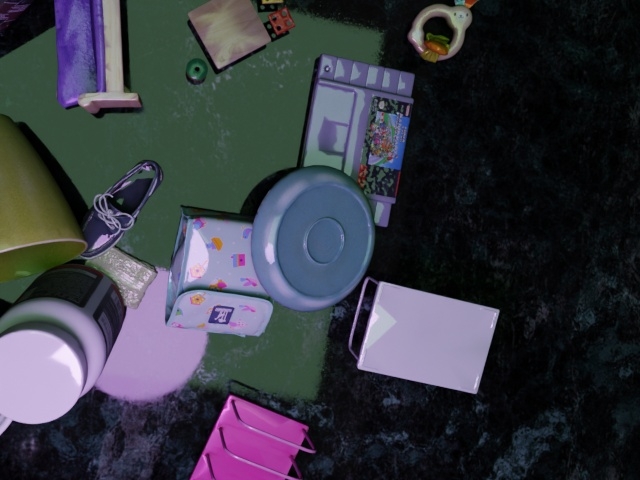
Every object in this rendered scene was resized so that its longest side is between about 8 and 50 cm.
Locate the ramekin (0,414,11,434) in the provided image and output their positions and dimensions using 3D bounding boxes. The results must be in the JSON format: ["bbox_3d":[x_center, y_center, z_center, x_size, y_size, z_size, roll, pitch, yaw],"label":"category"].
[{"bbox_3d":[-0.737,0.280,1.513,0.277,0.135,0.277,-1,95,-9],"label":"ramekin"}]

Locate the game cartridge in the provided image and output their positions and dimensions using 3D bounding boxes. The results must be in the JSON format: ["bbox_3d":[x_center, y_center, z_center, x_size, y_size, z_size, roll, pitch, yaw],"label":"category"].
[{"bbox_3d":[0.079,-0.221,1.677,0.230,0.068,0.355,9,93,-8],"label":"game cartridge"}]

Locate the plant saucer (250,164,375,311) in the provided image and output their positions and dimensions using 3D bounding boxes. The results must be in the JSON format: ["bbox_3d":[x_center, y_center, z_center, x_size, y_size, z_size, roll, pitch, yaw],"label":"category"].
[{"bbox_3d":[0.000,0.000,1.580,0.317,0.043,0.318,-6,101,-33],"label":"plant saucer"}]

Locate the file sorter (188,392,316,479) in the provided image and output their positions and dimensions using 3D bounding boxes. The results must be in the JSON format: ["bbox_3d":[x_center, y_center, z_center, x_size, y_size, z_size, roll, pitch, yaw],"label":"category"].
[{"bbox_3d":[-0.162,0.525,1.627,0.202,0.182,0.291,25,89,-13],"label":"file sorter"}]

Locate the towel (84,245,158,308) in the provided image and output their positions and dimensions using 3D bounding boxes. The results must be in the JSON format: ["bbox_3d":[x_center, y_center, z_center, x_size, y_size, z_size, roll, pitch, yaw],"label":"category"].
[{"bbox_3d":[-0.440,0.076,1.613,0.148,0.027,0.110,30,89,-12],"label":"towel"}]

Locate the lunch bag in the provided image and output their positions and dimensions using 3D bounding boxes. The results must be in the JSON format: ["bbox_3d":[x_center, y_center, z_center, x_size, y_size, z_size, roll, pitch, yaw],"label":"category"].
[{"bbox_3d":[-0.207,0.076,1.592,0.223,0.160,0.262,8,99,-21],"label":"lunch bag"}]

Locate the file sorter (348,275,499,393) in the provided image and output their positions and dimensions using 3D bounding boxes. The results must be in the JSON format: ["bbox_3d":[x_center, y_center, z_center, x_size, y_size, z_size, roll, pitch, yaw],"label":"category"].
[{"bbox_3d":[0.219,0.203,1.680,0.277,0.173,0.193,14,93,-12],"label":"file sorter"}]

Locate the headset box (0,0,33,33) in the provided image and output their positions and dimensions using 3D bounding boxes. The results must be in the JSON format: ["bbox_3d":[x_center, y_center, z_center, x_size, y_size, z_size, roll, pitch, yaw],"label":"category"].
[{"bbox_3d":[-0.682,-0.510,1.430,0.293,0.110,0.218,-34,100,19],"label":"headset box"}]

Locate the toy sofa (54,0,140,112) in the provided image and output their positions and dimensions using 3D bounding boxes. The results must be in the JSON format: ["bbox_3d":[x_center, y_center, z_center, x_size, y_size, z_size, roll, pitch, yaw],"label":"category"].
[{"bbox_3d":[-0.460,-0.445,1.503,0.177,0.150,0.363,-3,95,-12],"label":"toy sofa"}]

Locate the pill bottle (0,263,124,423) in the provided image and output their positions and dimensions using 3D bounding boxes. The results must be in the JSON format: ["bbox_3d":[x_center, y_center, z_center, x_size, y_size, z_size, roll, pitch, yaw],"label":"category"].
[{"bbox_3d":[-0.505,0.187,1.425,0.210,0.363,0.210,-1,103,-5],"label":"pill bottle"}]

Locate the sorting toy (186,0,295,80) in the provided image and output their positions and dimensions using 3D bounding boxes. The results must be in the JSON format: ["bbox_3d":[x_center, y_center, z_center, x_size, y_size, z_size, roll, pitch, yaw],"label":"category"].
[{"bbox_3d":[-0.189,-0.460,1.607,0.274,0.046,0.132,-31,100,-7],"label":"sorting toy"}]

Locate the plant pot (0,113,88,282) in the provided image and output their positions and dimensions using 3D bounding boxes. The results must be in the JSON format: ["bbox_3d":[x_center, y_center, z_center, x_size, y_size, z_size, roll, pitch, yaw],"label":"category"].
[{"bbox_3d":[-0.634,-0.089,1.459,0.274,0.275,0.294,-18,83,-9],"label":"plant pot"}]

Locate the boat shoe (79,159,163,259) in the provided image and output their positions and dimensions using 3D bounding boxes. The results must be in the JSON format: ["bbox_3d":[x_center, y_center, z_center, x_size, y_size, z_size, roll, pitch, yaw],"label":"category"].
[{"bbox_3d":[-0.426,-0.066,1.570,0.095,0.079,0.254,45,81,-5],"label":"boat shoe"}]

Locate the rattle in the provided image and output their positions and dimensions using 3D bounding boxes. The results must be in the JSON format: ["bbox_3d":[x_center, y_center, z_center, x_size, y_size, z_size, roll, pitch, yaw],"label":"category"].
[{"bbox_3d":[0.295,-0.498,1.658,0.199,0.143,0.130,-40,82,1],"label":"rattle"}]
